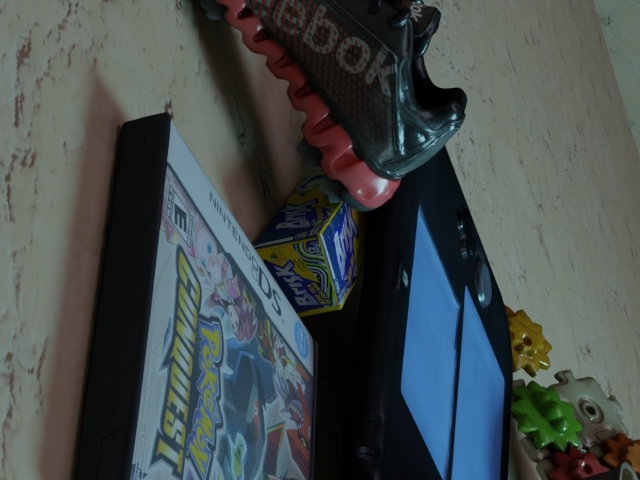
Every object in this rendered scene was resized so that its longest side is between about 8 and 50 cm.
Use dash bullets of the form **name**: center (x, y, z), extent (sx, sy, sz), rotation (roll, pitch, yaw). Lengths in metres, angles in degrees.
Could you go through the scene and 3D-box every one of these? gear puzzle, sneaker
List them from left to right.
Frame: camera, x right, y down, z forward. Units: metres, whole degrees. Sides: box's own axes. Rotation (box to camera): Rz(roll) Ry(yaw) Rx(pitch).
- **sneaker**: center (0.006, -0.159, 1.254), extent (0.276, 0.135, 0.097), rotation (56, 21, -13)
- **gear puzzle**: center (0.277, 0.198, 1.840), extent (0.175, 0.044, 0.339), rotation (-6, 57, -43)

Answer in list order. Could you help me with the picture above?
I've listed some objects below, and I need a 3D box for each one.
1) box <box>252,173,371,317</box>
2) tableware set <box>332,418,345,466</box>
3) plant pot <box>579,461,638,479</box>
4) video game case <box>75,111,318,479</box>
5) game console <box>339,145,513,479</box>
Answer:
- **box**: center (0.000, 0.000, 1.313), extent (0.169, 0.054, 0.059), rotation (-58, 133, -68)
- **tableware set**: center (0.035, 0.171, 1.362), extent (0.154, 0.024, 0.104), rotation (-66, 143, -65)
- **plant pot**: center (0.199, 0.286, 1.554), extent (0.167, 0.165, 0.167), rotation (-12, 90, -72)
- **video game case**: center (-0.063, 0.104, 1.071), extent (0.248, 0.035, 0.275), rotation (59, 24, -46)
- **game console**: center (0.092, 0.125, 1.403), extent (0.342, 0.060, 0.386), rotation (71, 20, -48)
